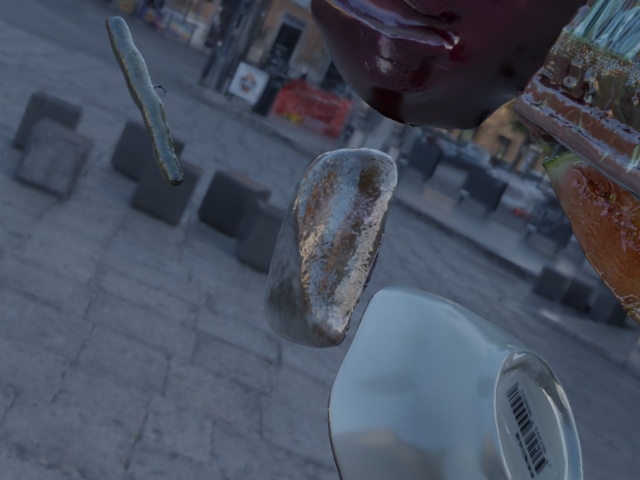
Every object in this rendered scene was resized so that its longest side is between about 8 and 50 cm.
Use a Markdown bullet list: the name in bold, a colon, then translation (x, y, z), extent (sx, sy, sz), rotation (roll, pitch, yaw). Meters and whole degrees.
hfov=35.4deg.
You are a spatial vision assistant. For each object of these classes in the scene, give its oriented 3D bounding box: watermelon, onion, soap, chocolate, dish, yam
- **watermelon**: translation (0.433, -0.022, 1.302), extent (0.159, 0.128, 0.303), rotation (3, 49, -30)
- **onion**: translation (0.228, -0.264, 1.144), extent (0.420, 0.398, 0.398), rotation (41, 15, 22)
- **soap**: translation (0.268, -0.117, 0.763), extent (0.098, 0.217, 0.273), rotation (25, 15, -25)
- **chocolate**: translation (0.000, 0.000, 1.443), extent (0.100, 0.303, 0.185), rotation (24, -11, -36)
- **dish**: translation (0.088, 0.107, 0.519), extent (0.066, 0.190, 0.191), rotation (-20, -20, 35)
- **yam**: translation (-0.164, -0.136, 0.948), extent (0.029, 0.027, 0.234), rotation (10, 41, -41)
